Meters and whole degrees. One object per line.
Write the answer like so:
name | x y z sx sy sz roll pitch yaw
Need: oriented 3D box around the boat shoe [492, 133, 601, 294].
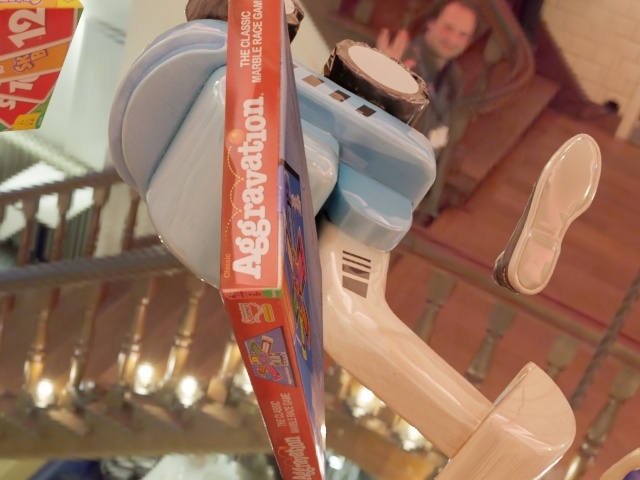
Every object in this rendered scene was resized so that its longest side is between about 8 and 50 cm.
boat shoe | 0.258 -0.034 1.366 0.075 0.206 0.065 32 -13 -22

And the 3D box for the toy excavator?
toy excavator | 0.000 0.000 1.023 0.433 0.222 0.445 29 28 -11

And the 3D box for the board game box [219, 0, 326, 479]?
board game box | -0.018 0.020 0.595 0.027 0.281 0.145 -3 62 2

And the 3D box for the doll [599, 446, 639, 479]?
doll | 0.142 0.155 0.469 0.129 0.046 0.189 59 17 -14

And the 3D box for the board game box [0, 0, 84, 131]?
board game box | -0.301 -0.124 0.828 0.259 0.124 0.039 -9 52 -41
